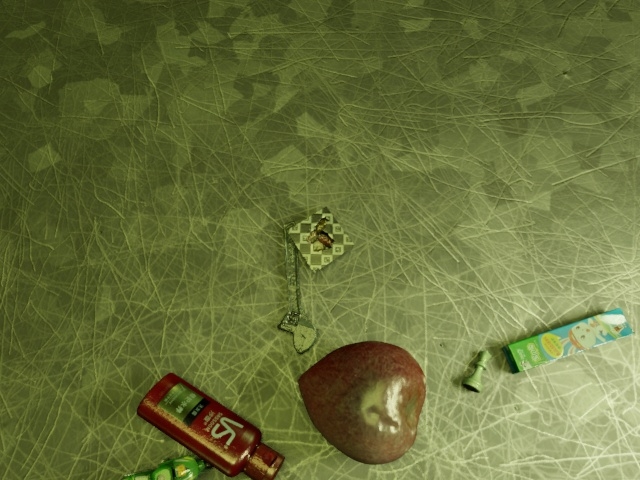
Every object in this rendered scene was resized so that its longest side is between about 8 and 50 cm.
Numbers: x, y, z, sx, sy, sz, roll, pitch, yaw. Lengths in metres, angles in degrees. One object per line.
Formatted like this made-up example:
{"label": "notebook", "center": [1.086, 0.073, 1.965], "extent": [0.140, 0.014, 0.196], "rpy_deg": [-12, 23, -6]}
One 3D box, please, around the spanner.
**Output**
{"label": "spanner", "center": [-0.060, 0.103, 1.203], "extent": [0.093, 0.026, 0.326], "rpy_deg": [-5, 68, 0]}

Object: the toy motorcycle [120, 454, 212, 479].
{"label": "toy motorcycle", "center": [-0.309, 0.476, 1.032], "extent": [0.190, 0.106, 0.074], "rpy_deg": [-15, 69, -4]}

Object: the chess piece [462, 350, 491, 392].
{"label": "chess piece", "center": [0.345, 0.280, 1.112], "extent": [0.042, 0.042, 0.093], "rpy_deg": [28, 67, 12]}

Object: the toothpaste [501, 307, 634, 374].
{"label": "toothpaste", "center": [0.537, 0.219, 1.117], "extent": [0.266, 0.050, 0.065], "rpy_deg": [-17, 72, -3]}

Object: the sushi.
{"label": "sushi", "center": [0.000, 0.000, 1.239], "extent": [0.120, 0.026, 0.126], "rpy_deg": [-32, 76, -12]}

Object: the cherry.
{"label": "cherry", "center": [0.088, 0.318, 1.033], "extent": [0.239, 0.206, 0.240], "rpy_deg": [-18, 60, 34]}

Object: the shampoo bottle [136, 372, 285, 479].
{"label": "shampoo bottle", "center": [-0.223, 0.395, 1.063], "extent": [0.314, 0.076, 0.118], "rpy_deg": [28, 30, 13]}
